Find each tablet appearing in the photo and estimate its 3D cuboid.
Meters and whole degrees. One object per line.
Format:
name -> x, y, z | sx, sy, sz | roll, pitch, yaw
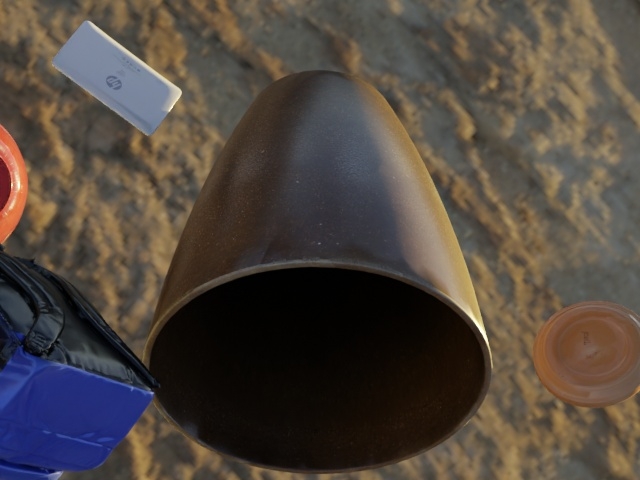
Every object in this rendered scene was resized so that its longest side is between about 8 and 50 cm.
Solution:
tablet -> -0.139, -0.112, 0.988 | 0.083, 0.006, 0.054 | 36, 46, -9

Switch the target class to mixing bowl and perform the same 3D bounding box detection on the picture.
mixing bowl -> -0.394, -0.063, 1.579 | 0.181, 0.098, 0.182 | -1, 92, -30

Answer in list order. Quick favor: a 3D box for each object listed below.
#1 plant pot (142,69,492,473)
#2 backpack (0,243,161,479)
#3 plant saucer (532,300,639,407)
plant pot -> 0.000, 0.000, 0.965 | 0.215, 0.215, 0.230 | 25, 43, -24
backpack -> -0.165, 0.062, 0.743 | 0.120, 0.101, 0.098 | 47, 8, 38
plant saucer -> 0.187, 0.076, 0.991 | 0.013, 0.083, 0.083 | 71, 10, -50
